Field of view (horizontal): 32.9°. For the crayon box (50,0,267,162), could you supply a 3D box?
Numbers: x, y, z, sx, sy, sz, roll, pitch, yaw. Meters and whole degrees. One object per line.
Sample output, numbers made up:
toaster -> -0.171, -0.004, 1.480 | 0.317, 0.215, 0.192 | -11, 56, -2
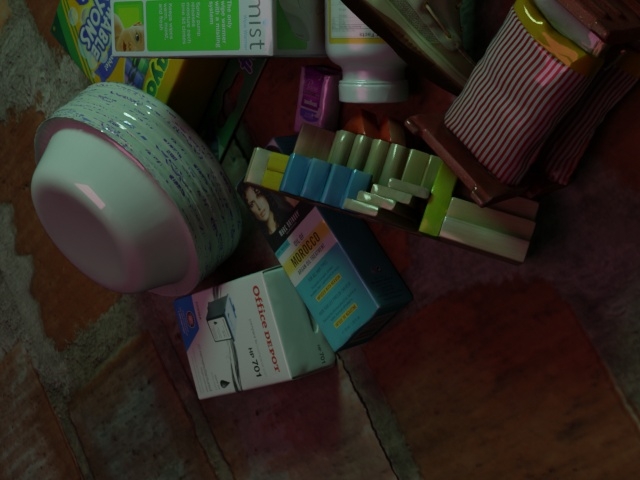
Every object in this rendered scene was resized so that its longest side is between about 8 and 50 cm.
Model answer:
crayon box -> -0.220, -0.264, 1.418 | 0.323, 0.083, 0.203 | 48, 128, 26

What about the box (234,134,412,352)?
box -> 0.000, 0.000, 1.270 | 0.100, 0.060, 0.244 | -49, 65, 39

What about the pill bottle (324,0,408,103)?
pill bottle -> 0.055, -0.239, 1.134 | 0.103, 0.103, 0.184 | 11, 106, 43

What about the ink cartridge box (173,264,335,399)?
ink cartridge box -> -0.087, 0.115, 1.367 | 0.191, 0.082, 0.139 | -20, 84, 47

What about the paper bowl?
paper bowl -> -0.250, -0.047, 1.370 | 0.284, 0.148, 0.284 | 30, 145, 24

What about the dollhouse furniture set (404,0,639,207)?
dollhouse furniture set -> 0.276, -0.062, 0.916 | 0.374, 0.152, 0.201 | 49, 129, 26

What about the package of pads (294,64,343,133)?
package of pads -> -0.001, -0.159, 1.258 | 0.050, 0.032, 0.083 | 24, 115, 37

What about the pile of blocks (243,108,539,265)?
pile of blocks -> 0.066, -0.075, 1.105 | 0.362, 0.149, 0.112 | 17, 89, 32

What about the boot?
boot -> 0.130, -0.249, 1.062 | 0.165, 0.213, 0.077 | -52, 21, -3

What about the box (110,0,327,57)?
box -> -0.106, -0.329, 1.178 | 0.231, 0.127, 0.262 | 7, 102, 34
